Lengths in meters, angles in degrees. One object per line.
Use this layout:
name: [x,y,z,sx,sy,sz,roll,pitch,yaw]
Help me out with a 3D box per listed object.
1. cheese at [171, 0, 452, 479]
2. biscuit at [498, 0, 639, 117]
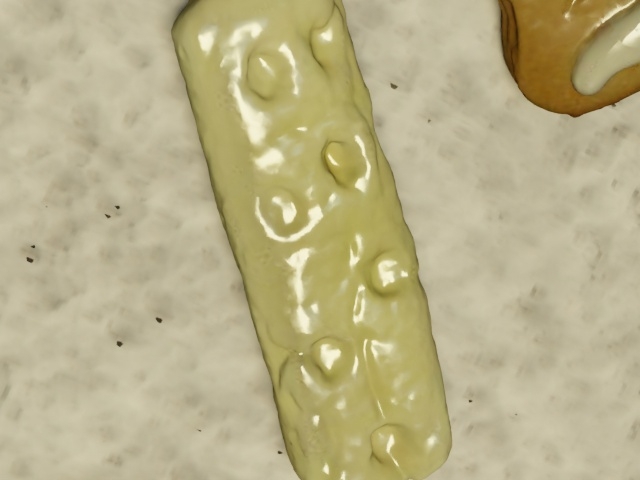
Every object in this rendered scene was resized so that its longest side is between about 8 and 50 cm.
cheese: [0.000,0.000,0.497,0.065,0.043,0.194,-16,104,-6]
biscuit: [0.044,-0.173,0.448,0.301,0.049,0.197,39,104,-17]
